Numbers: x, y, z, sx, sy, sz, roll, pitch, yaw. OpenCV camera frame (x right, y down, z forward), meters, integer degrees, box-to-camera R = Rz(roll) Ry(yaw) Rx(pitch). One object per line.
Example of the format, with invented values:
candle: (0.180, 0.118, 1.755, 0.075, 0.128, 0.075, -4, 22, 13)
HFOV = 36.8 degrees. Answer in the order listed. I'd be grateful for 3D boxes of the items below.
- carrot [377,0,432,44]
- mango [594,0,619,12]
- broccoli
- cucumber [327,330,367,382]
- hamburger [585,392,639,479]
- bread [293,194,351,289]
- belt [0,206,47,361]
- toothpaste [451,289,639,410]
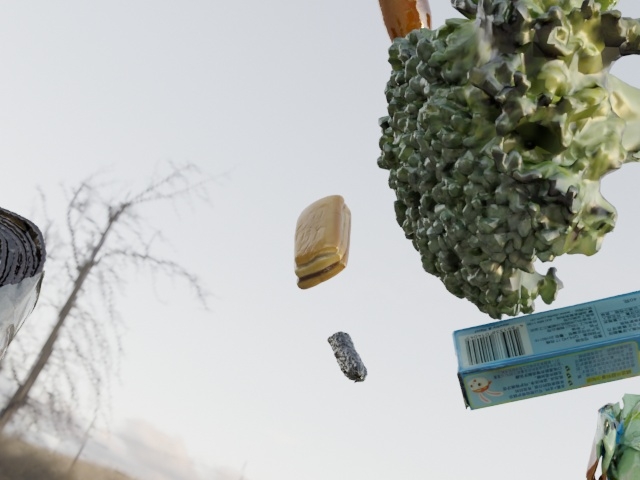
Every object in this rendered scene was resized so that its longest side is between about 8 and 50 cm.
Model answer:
carrot: (0.092, -0.344, 1.220, 0.067, 0.067, 0.225, -12, -84, 56)
mango: (0.317, -0.298, 1.267, 0.091, 0.074, 0.165, 3, -17, -42)
broccoli: (0.169, -0.105, 0.928, 0.324, 0.272, 0.334, 50, -20, 3)
cucumber: (0.055, 0.236, 1.930, 0.053, 0.053, 0.181, 38, 10, -26)
hamburger: (0.507, 0.329, 1.360, 0.276, 0.260, 0.150, 9, -47, -50)
bread: (0.000, 0.000, 1.850, 0.116, 0.200, 0.077, -22, -57, 21)
belt: (-0.492, 0.085, 1.297, 0.184, 0.289, 0.164, 31, -54, -8)
toothpaste: (0.255, 0.091, 0.870, 0.267, 0.065, 0.050, -14, -60, 9)
